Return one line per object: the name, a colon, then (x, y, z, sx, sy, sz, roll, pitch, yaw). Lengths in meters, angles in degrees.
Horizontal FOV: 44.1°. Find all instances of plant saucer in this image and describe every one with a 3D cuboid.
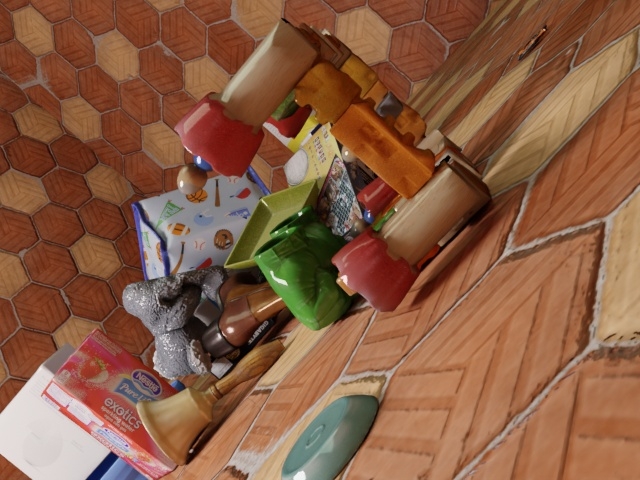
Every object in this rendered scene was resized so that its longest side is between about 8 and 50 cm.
plant saucer: (-0.087, -0.021, 1.566, 0.188, 0.045, 0.188, -14, 42, 48)
plant saucer: (0.002, 0.175, 0.682, 0.119, 0.021, 0.119, -48, 6, 6)

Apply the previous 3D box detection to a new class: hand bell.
hand bell: (-0.161, 0.237, 1.272, 0.242, 0.126, 0.126, -37, 4, -4)

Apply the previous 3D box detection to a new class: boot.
boot: (-0.085, 0.077, 1.502, 0.280, 0.096, 0.264, -35, 9, 21)

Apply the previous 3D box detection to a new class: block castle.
block castle: (0.020, -0.096, 0.980, 0.213, 0.303, 0.453, -48, 4, 14)

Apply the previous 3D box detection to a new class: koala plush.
koala plush: (-0.299, 0.181, 1.638, 0.203, 0.221, 0.196, -12, 0, -45)

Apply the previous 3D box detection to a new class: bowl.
bowl: (-0.391, 0.455, 1.591, 0.391, 0.077, 0.391, -48, 5, 5)

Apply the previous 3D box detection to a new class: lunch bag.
lunch bag: (-0.267, 0.055, 1.973, 0.328, 0.239, 0.385, -18, -38, -22)

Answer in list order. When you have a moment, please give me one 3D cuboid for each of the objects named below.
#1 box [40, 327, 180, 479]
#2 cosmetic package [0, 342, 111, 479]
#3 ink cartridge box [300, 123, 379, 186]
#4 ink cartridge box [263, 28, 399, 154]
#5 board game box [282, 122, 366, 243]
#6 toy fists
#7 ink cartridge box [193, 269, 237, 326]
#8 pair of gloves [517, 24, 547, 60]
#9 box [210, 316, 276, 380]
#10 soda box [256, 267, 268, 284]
box: (-0.340, 0.289, 1.376, 0.122, 0.257, 0.128, -55, 8, -35)
cosmetic package: (-0.538, 0.382, 1.669, 0.224, 0.224, 0.138, -47, 5, 15)
ink cartridge box: (0.063, -0.174, 1.709, 0.046, 0.207, 0.097, -43, 8, 46)
ink cartridge box: (0.040, -0.339, 2.146, 0.279, 0.385, 0.160, -52, 6, -33)
board game box: (0.014, -0.097, 1.578, 0.165, 0.042, 0.243, -41, 53, 37)
toy fists: (-0.007, 0.037, 1.145, 0.096, 0.142, 0.279, -31, 8, 10)
ink cartridge box: (-0.248, 0.180, 1.807, 0.203, 0.086, 0.148, -48, 4, 11)
pair of gloves: (0.398, -0.371, 1.481, 0.074, 0.010, 0.083, -47, 2, 27)
box: (-0.166, 0.199, 1.739, 0.175, 0.051, 0.220, -48, 5, 8)
soda box: (-0.099, 0.028, 1.725, 0.060, 0.053, 0.168, -83, 9, -72)
